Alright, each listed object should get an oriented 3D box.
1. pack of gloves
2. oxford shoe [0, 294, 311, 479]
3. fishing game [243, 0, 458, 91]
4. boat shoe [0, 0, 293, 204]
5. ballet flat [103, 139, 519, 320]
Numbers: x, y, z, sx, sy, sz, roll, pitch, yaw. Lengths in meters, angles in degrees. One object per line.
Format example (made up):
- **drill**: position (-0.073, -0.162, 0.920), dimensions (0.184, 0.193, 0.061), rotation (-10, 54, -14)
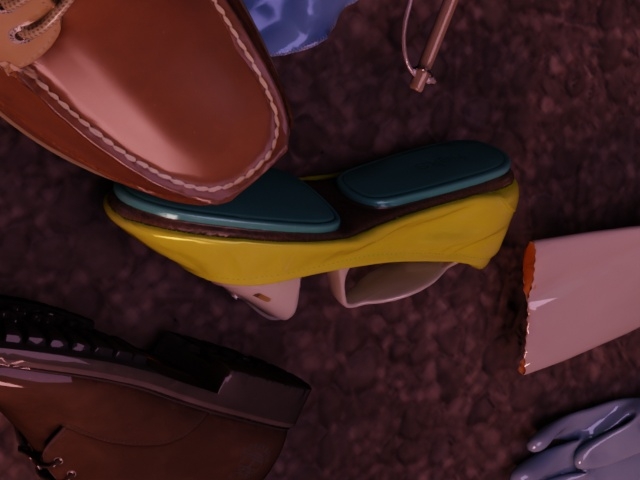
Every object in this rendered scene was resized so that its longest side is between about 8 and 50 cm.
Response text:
- **pack of gloves**: position (0.203, 0.065, 1.006), dimensions (0.232, 0.046, 0.195), rotation (-10, 117, -25)
- **oxford shoe**: position (-0.112, 0.084, 0.792), dimensions (0.227, 0.083, 0.096), rotation (19, 96, -31)
- **fishing game**: position (-0.039, -0.175, 0.801), dimensions (0.264, 0.041, 0.189), rotation (20, 90, -24)
- **boat shoe**: position (-0.133, -0.132, 0.685), dimensions (0.122, 0.120, 0.324), rotation (-45, 113, 0)
- **ballet flat**: position (0.000, 0.000, 0.846), dimensions (0.231, 0.077, 0.077), rotation (-7, 121, -31)
